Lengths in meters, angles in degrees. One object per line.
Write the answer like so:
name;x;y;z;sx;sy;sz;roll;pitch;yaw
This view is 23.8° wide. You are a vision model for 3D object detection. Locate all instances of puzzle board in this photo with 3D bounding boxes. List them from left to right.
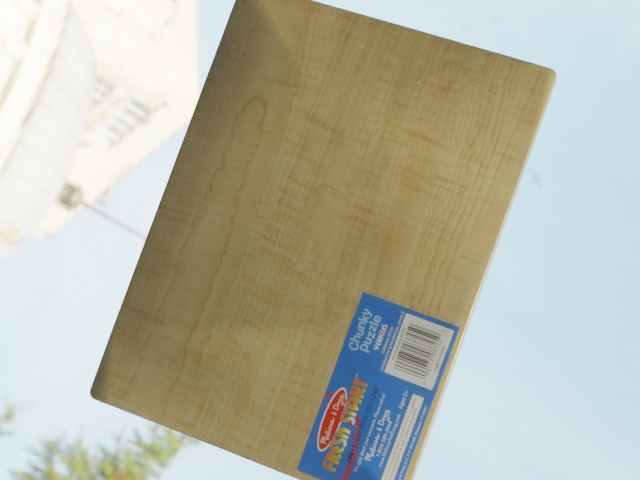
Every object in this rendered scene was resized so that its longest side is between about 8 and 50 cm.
puzzle board;0.000;0.000;0.424;0.096;0.011;0.128;19;-94;18
